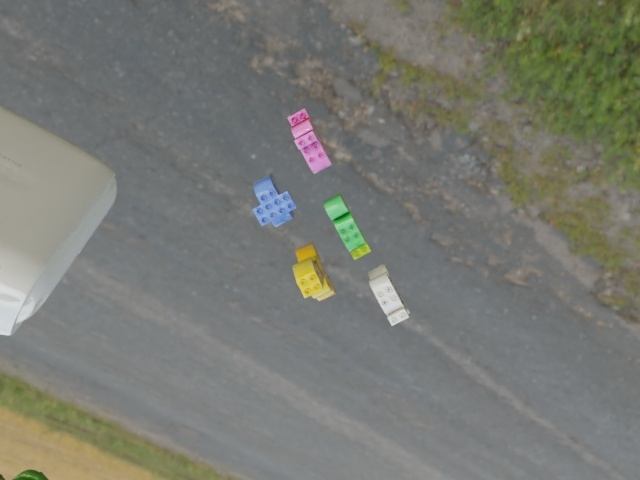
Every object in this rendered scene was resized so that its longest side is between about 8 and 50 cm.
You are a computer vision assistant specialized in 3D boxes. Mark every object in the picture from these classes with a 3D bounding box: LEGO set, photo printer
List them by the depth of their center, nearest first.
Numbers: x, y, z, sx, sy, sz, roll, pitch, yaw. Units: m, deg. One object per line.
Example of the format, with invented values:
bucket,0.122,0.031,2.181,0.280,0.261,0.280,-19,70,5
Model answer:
LEGO set,0.000,0.000,0.902,0.227,0.087,0.093,61,-173,-10
photo printer,-0.386,-0.036,1.055,0.256,0.308,0.107,29,119,-7

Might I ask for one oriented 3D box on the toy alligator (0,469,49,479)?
toy alligator,-0.222,0.193,0.609,0.056,0.189,0.051,47,118,1
